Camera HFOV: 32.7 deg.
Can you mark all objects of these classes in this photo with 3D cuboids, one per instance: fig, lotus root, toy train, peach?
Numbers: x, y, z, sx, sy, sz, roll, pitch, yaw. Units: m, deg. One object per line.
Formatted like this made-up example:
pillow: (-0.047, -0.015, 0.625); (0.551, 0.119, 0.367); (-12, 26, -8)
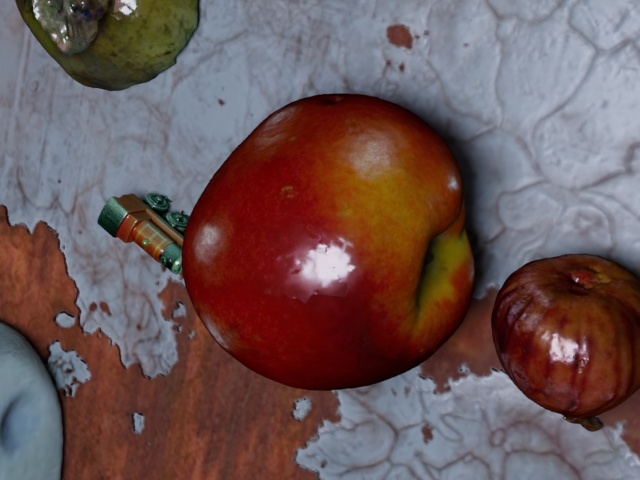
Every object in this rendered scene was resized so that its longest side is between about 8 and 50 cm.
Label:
fig: (0.188, 0.074, 0.822); (0.128, 0.150, 0.128); (1, 67, -3)
lotus root: (-0.213, -0.234, 0.992); (0.203, 0.078, 0.183); (50, 115, 13)
toy train: (-0.149, -0.004, 1.002); (0.103, 0.064, 0.044); (39, 112, 16)
peach: (0.000, 0.000, 0.852); (0.243, 0.199, 0.243); (0, 89, 32)

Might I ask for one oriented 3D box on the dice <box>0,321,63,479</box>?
dice: (-0.435, 0.216, 1.073); (0.265, 0.268, 0.262); (12, 102, 26)
